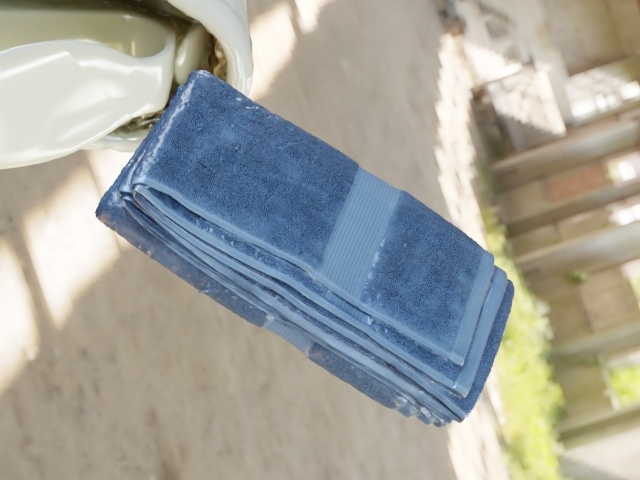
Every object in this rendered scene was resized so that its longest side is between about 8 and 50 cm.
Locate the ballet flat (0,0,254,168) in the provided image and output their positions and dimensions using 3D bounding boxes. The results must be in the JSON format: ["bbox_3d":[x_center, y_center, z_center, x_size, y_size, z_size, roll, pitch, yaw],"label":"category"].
[{"bbox_3d":[-0.204,-0.076,0.593,0.139,0.400,0.139,175,-90,-65],"label":"ballet flat"}]

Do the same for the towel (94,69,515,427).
[{"bbox_3d":[0.000,0.000,0.473,0.119,0.029,0.067,32,46,-6],"label":"towel"}]
